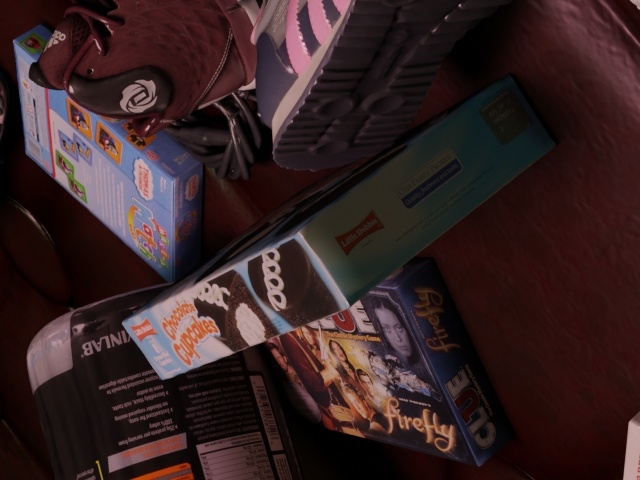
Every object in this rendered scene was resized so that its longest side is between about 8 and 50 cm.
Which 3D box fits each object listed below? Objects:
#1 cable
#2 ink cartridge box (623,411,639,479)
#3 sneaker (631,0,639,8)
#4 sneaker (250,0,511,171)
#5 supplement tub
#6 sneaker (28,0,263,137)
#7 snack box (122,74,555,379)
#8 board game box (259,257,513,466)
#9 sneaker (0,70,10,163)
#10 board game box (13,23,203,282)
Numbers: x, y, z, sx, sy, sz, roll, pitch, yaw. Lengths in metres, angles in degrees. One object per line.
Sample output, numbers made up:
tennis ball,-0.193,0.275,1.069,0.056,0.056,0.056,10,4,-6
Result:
cable,-0.108,-0.130,1.310,0.184,0.047,0.150,42,156,15
ink cartridge box,0.252,0.138,1.008,0.143,0.090,0.092,33,147,32
sneaker,0.190,-0.115,0.851,0.152,0.054,0.061,38,152,25
sneaker,0.036,-0.168,0.935,0.319,0.112,0.131,-47,51,50
supplement tub,-0.116,0.219,1.432,0.207,0.207,0.338,-43,61,62
sneaker,-0.143,-0.180,1.117,0.106,0.162,0.281,42,164,53
snack box,0.000,0.000,1.130,0.060,0.187,0.322,55,152,-4
board game box,0.031,0.086,1.337,0.243,0.042,0.165,4,126,55
sneaker,-0.372,-0.085,1.693,0.107,0.110,0.275,33,133,2
board game box,-0.189,-0.074,1.493,0.211,0.039,0.160,41,151,22
